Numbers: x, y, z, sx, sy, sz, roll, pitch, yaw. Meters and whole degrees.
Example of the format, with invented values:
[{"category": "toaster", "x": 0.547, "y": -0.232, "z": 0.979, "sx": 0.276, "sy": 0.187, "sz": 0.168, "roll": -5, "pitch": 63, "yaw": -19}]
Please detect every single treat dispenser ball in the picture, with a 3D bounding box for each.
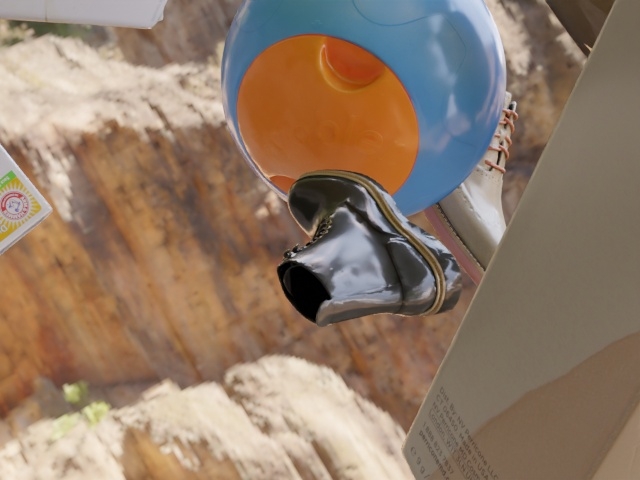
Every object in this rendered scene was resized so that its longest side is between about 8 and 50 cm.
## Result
[{"category": "treat dispenser ball", "x": 0.043, "y": -0.161, "z": 1.212, "sx": 0.288, "sy": 0.288, "sz": 0.288, "roll": 54, "pitch": -16, "yaw": 24}]

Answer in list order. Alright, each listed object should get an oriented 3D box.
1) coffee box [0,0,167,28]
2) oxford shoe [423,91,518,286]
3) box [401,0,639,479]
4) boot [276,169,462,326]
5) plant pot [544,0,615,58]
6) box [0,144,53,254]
[{"category": "coffee box", "x": -0.226, "y": -0.353, "z": 0.641, "sx": 0.338, "sy": 0.334, "sz": 0.338, "roll": 45, "pitch": -61, "yaw": 25}, {"category": "oxford shoe", "x": 0.179, "y": -0.119, "z": 1.477, "sx": 0.140, "sy": 0.146, "sz": 0.397, "roll": 24, "pitch": 42, "yaw": -64}, {"category": "box", "x": 0.170, "y": 0.032, "z": 0.577, "sx": 0.121, "sy": 0.148, "sz": 0.311, "roll": 59, "pitch": -39, "yaw": 44}, {"category": "boot", "x": 0.000, "y": 0.000, "z": 0.951, "sx": 0.198, "sy": 0.137, "sz": 0.077, "roll": 33, "pitch": -59, "yaw": 45}, {"category": "plant pot", "x": 0.335, "y": -0.212, "z": 1.089, "sx": 0.229, "sy": 0.263, "sz": 0.263, "roll": 36, "pitch": -11, "yaw": -12}, {"category": "box", "x": -0.370, "y": -0.073, "z": 1.160, "sx": 0.203, "sy": 0.103, "sz": 0.114, "roll": 53, "pitch": -18, "yaw": -12}]
